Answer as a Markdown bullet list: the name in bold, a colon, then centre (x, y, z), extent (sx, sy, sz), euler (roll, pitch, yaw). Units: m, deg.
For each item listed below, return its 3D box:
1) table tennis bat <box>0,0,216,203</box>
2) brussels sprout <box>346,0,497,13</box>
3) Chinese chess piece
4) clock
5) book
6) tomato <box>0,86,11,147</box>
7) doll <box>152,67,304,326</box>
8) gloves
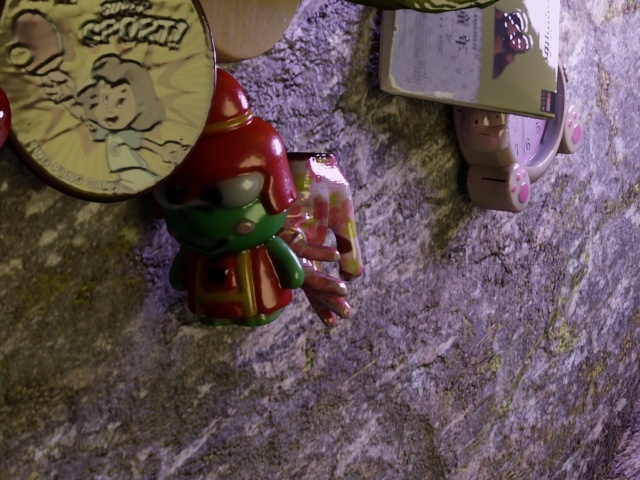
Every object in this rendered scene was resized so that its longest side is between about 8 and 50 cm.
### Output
- **table tennis bat**: centre (-0.242, -0.249, 1.525), extent (0.268, 0.051, 0.415), euler (1, 90, -28)
- **brussels sprout**: centre (0.117, -0.436, 1.833), extent (0.371, 0.315, 0.276), euler (-6, 119, -50)
- **Chinese chess piece**: centre (-0.122, -0.345, 1.692), extent (0.251, 0.097, 0.251), euler (-18, 113, -50)
- **clock**: centre (0.328, -0.233, 2.331), extent (0.284, 0.114, 0.309), euler (-43, 130, -37)
- **book**: centre (0.241, -0.327, 2.145), extent (0.352, 0.035, 0.239), euler (6, 86, -35)
- **tomato**: centre (-0.391, -0.107, 1.333), extent (0.187, 0.151, 0.187), euler (-29, 125, -51)
- **doll**: centre (-0.121, -0.072, 1.687), extent (0.160, 0.182, 0.363), euler (-46, 130, -54)
- **gloves**: centre (-0.012, -0.001, 1.912), extent (0.145, 0.126, 0.241), euler (-29, 121, -76)
